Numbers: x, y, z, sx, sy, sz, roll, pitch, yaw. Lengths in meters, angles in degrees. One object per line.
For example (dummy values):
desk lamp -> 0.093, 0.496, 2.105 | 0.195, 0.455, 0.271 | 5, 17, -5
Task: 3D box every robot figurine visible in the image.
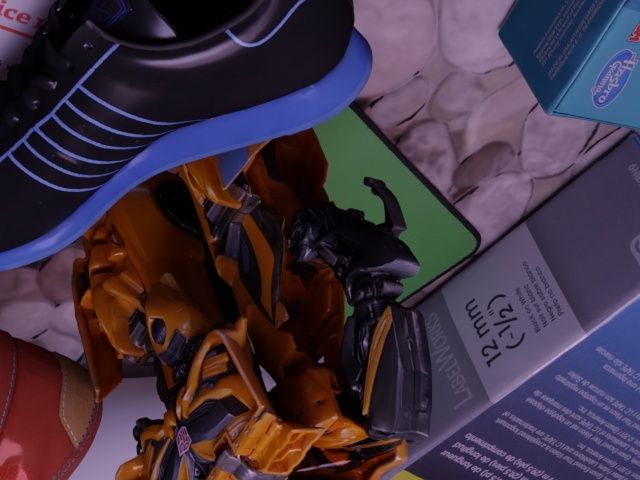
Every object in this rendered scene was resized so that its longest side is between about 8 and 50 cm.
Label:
robot figurine -> -0.051, 0.030, 0.604 | 0.085, 0.291, 0.211 | 12, 128, -33

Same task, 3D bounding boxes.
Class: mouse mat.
mouse mat -> 0.000, 0.000, 0.808 | 0.152, 0.007, 0.189 | -35, 136, 13

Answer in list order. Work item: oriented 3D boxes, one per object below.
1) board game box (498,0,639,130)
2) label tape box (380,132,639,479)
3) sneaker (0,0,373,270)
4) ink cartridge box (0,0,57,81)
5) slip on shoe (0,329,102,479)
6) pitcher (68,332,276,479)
board game box -> 0.303, -0.162, 0.713 | 0.336, 0.079, 0.254 | 7, 131, -29
label tape box -> 0.165, 0.116, 0.922 | 0.347, 0.115, 0.249 | -39, 135, 21
sneaker -> -0.097, -0.063, 0.541 | 0.232, 0.081, 0.090 | -25, 137, 7
ink cartridge box -> -0.157, -0.089, 0.604 | 0.115, 0.067, 0.198 | 16, 127, -35
slip on shoe -> -0.209, 0.185, 0.701 | 0.101, 0.123, 0.331 | 14, 118, -28
pitcher -> -0.123, 0.156, 0.838 | 0.207, 0.125, 0.178 | -22, 144, -12
